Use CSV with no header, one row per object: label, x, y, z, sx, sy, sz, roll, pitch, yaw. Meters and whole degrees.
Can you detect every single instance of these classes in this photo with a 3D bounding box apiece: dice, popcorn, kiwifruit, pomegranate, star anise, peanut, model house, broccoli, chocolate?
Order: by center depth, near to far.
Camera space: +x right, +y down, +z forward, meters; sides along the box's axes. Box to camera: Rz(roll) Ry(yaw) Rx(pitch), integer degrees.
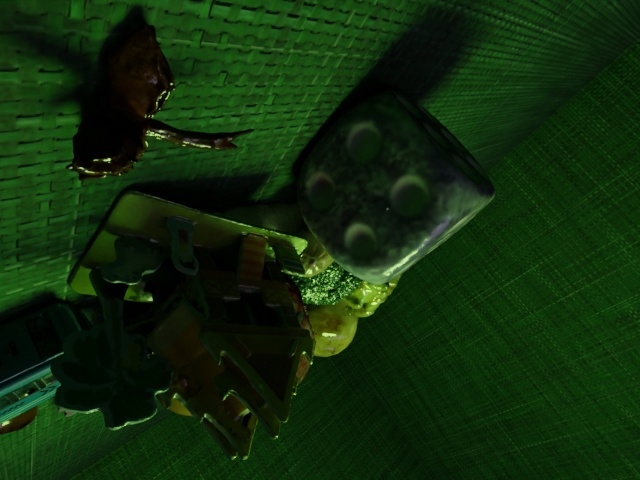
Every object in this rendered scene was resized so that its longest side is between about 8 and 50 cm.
star anise,-0.150,-0.095,0.393,0.158,0.144,0.141,3,-115,65
model house,-0.161,0.136,0.582,0.357,0.313,0.242,19,126,-44
dice,0.140,-0.098,0.776,0.271,0.270,0.270,-45,165,30
kiwifruit,-0.618,0.343,0.794,0.075,0.075,0.124,-35,169,-5
chocolate,-0.152,0.013,0.817,0.185,0.101,0.303,-41,163,32
peanut,0.000,0.000,0.856,0.099,0.099,0.214,-45,-172,32
broccoli,-0.010,0.051,1.061,0.269,0.261,0.242,112,-6,-57
popcorn,0.134,0.091,1.379,0.335,0.279,0.275,-44,-155,23
pomegranate,0.007,0.341,1.768,0.332,0.333,0.332,-34,166,-10

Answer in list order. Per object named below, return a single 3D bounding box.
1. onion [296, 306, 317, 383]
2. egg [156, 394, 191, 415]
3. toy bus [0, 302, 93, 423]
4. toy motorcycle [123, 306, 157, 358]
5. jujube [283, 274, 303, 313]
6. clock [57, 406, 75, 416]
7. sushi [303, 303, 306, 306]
onion,-0.155,0.350,1.402,0.353,0.354,0.354,-34,166,-10
egg,-0.317,0.335,1.136,0.322,0.250,0.250,-45,167,-7
toy bus,-0.463,0.193,0.594,0.246,0.114,0.134,-26,157,-31
toy motorcycle,-0.339,0.222,0.858,0.236,0.169,0.410,-13,169,-37
jujube,-0.161,0.145,0.948,0.183,0.184,0.243,-26,-158,-38
clock,-0.597,0.380,1.008,0.110,0.050,0.153,-28,163,-33
sushi,-0.038,0.053,1.220,0.273,0.134,0.109,-56,-172,-3
